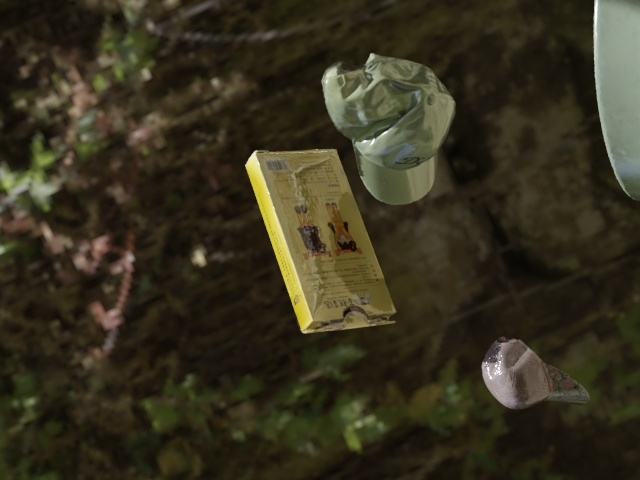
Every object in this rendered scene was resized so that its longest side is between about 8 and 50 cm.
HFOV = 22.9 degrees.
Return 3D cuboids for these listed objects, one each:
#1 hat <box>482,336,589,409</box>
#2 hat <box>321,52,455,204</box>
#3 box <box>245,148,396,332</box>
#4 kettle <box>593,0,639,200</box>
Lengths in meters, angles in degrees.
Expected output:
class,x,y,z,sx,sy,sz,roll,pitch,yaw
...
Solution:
class,x,y,z,sx,sy,sz,roll,pitch,yaw
hat,0.149,0.105,1.117,0.087,0.042,0.058,40,172,-35
hat,0.072,-0.100,1.474,0.081,0.122,0.166,41,150,44
box,0.000,0.000,1.145,0.020,0.073,0.149,-49,52,49
kettle,0.418,-0.197,1.124,0.250,0.377,0.361,44,-126,-56
